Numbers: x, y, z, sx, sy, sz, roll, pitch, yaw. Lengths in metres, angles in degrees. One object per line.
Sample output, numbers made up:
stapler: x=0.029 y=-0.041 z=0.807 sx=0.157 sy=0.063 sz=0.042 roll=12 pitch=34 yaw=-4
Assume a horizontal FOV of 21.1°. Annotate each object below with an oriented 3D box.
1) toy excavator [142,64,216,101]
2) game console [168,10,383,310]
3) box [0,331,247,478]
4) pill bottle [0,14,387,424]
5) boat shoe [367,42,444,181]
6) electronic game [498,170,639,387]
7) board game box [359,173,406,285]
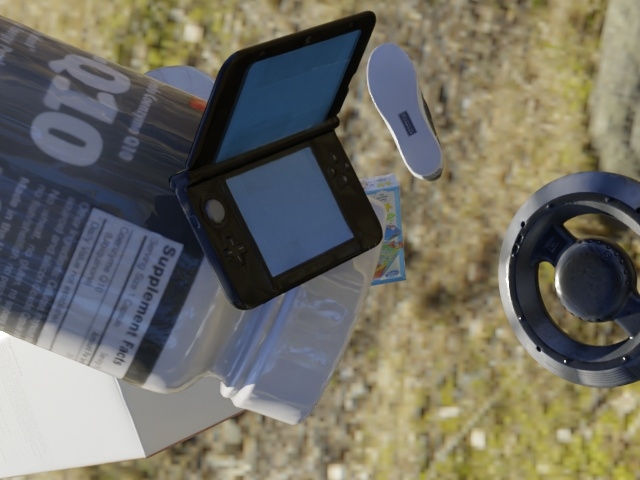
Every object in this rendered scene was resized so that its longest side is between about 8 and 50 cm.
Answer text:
toy excavator: x=-0.312 y=0.005 z=1.410 sx=0.445 sy=0.222 sz=0.433 roll=25 pitch=70 yaw=37
game console: x=-0.006 y=-0.039 z=0.823 sx=0.071 sy=0.122 sz=0.107 roll=-27 pitch=89 yaw=41
box: x=-0.210 y=0.125 z=1.807 sx=0.345 sy=0.215 sz=0.168 roll=-17 pitch=95 yaw=55
pill bottle: x=-0.117 y=-0.014 z=0.942 sx=0.161 sy=0.283 sz=0.161 roll=-158 pitch=90 yaw=-83
boat shoe: x=0.082 y=-0.120 z=1.639 sx=0.049 sy=0.040 sz=0.142 roll=-21 pitch=74 yaw=7
electronic game: x=0.290 y=0.041 z=1.802 sx=0.229 sy=0.048 sz=0.229 roll=3 pitch=96 yaw=35
board game box: x=0.000 y=0.000 z=1.600 sx=0.026 sy=0.154 sz=0.103 roll=-111 pitch=13 yaw=-60
